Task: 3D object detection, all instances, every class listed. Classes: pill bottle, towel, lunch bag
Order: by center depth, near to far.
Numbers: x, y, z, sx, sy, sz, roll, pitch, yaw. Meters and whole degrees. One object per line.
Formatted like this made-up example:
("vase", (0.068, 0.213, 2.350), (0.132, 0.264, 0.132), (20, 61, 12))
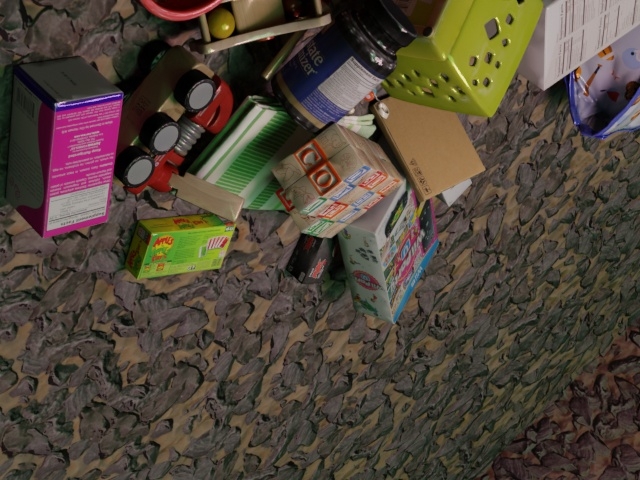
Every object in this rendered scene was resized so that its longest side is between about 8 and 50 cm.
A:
("pill bottle", (0.039, -0.275, 1.779), (0.219, 0.123, 0.123), (-41, 150, 20))
("towel", (-0.073, -0.141, 1.953), (0.325, 0.038, 0.248), (1, 140, -51))
("lunch bag", (0.682, -0.414, 2.419), (0.328, 0.239, 0.385), (-18, 128, -41))

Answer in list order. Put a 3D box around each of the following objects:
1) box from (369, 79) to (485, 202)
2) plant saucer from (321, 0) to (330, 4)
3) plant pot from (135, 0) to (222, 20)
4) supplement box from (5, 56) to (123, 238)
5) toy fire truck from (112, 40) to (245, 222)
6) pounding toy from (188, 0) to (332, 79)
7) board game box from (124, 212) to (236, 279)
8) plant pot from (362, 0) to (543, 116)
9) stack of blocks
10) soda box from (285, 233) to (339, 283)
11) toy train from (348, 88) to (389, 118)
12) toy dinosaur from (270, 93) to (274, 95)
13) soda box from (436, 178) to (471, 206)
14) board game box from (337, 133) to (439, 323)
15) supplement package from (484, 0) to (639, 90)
("box", (0.201, -0.188, 2.144), (0.164, 0.201, 0.021), (-26, 176, -32))
("plant saucer", (0.016, -0.492, 1.750), (0.259, 0.048, 0.258), (-51, 146, 1))
("plant pot", (-0.204, -0.400, 1.473), (0.191, 0.174, 0.191), (-29, 141, -27))
("supplement box", (-0.361, -0.129, 1.617), (0.114, 0.111, 0.220), (-17, 135, -40))
("toy fire truck", (-0.201, -0.146, 1.752), (0.217, 0.158, 0.246), (-51, 151, 2))
("pounding toy", (-0.068, -0.307, 1.694), (0.269, 0.154, 0.155), (-23, 109, -33))
("board game box", (-0.236, 0.008, 1.954), (0.181, 0.043, 0.092), (-8, 128, -45))
("plant pot", (0.194, -0.358, 1.897), (0.207, 0.227, 0.228), (34, 78, -50))
("stack of blocks", (0.019, -0.093, 1.924), (0.171, 0.087, 0.297), (-36, 168, 11))
("soda box", (0.000, 0.000, 2.206), (0.060, 0.053, 0.169), (-1, 124, -48))
("toy train", (0.049, -0.254, 1.973), (0.046, 0.125, 0.166), (-26, 161, 27))
("toy dinosaur", (-0.017, -0.205, 1.987), (0.092, 0.053, 0.183), (-41, 145, -10))
("soda box", (0.233, -0.161, 2.300), (0.074, 0.069, 0.216), (-45, 147, -8))
("board game box", (0.132, -0.018, 2.233), (0.224, 0.097, 0.303), (-59, 154, -28))
("supplement package", (0.435, -0.454, 2.123), (0.262, 0.199, 0.198), (-35, 144, -19))
